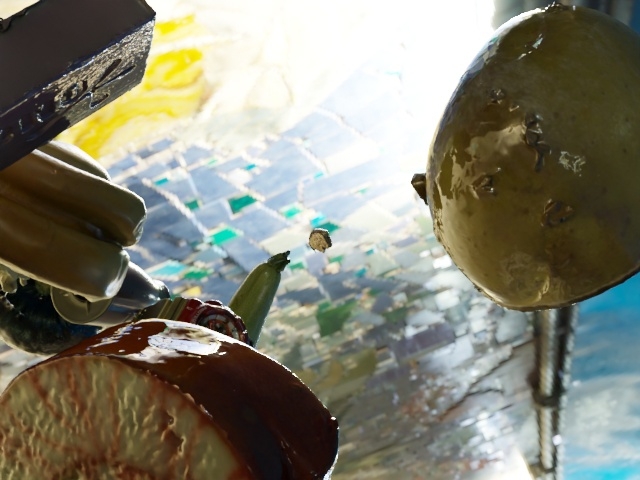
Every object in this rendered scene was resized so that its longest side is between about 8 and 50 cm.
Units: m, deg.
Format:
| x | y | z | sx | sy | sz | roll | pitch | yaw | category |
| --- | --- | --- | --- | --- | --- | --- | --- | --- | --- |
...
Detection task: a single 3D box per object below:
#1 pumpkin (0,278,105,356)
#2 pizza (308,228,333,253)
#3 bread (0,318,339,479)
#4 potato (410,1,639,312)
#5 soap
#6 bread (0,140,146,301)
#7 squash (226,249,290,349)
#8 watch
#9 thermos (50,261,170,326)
| x | y | z | sx | sy | sz | roll | pitch | yaw | category |
| --- | --- | --- | --- | --- | --- | --- | --- | --- | --- |
| -0.587 | 0.103 | 2.086 | 0.238 | 0.315 | 0.315 | 131 | -60 | -69 | pumpkin |
| 0.000 | 0.000 | 1.380 | 0.037 | 0.016 | 0.083 | 48 | -20 | 4 | pizza |
| -0.147 | 0.228 | 0.801 | 0.114 | 0.295 | 0.328 | -24 | 131 | -62 | bread |
| 0.314 | -0.158 | 1.413 | 0.319 | 0.385 | 0.442 | 48 | 53 | -27 | potato |
| -0.368 | -0.211 | 1.254 | 0.107 | 0.296 | 0.285 | 55 | -15 | -2 | soap |
| -0.498 | -0.058 | 1.596 | 0.424 | 0.245 | 0.329 | 27 | -21 | 6 | bread |
| -0.121 | 0.113 | 1.924 | 0.094 | 0.224 | 0.094 | 29 | 11 | -6 | squash |
| -0.201 | 0.168 | 1.301 | 0.165 | 0.268 | 0.102 | 35 | 50 | -11 | watch |
| -0.392 | 0.117 | 1.913 | 0.176 | 0.146 | 0.265 | 52 | 10 | 23 | thermos |
